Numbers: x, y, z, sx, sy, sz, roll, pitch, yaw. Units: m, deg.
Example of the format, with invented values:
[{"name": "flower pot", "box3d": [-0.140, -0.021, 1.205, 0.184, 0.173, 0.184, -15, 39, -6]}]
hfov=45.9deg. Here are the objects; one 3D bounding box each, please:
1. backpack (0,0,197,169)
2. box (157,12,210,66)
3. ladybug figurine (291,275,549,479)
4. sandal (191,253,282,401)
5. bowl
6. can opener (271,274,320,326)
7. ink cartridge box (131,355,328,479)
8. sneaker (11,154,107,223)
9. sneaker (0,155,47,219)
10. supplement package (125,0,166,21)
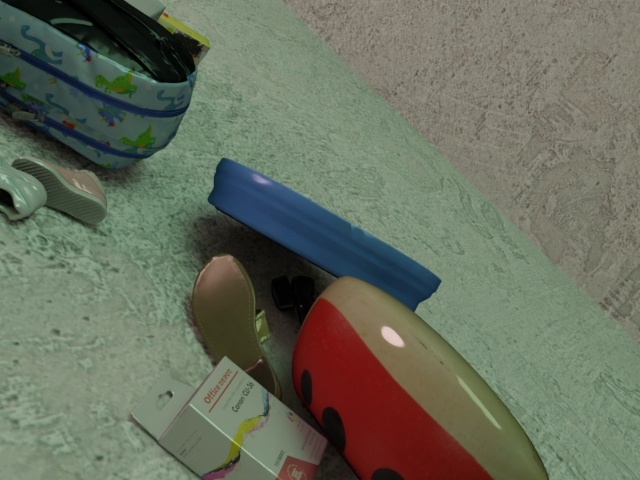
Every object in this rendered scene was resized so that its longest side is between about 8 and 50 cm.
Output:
[{"name": "backpack", "box3d": [-0.362, -0.274, 1.145, 0.356, 0.273, 0.290, 17, 20, 3]}, {"name": "box", "box3d": [-0.363, -0.462, 1.668, 0.232, 0.087, 0.058, 26, 25, -26]}, {"name": "ladybug figurine", "box3d": [0.091, 0.207, 0.889, 0.305, 0.162, 0.449, 59, -10, -24]}, {"name": "sandal", "box3d": [-0.103, 0.134, 0.995, 0.079, 0.088, 0.240, 62, 3, -55]}, {"name": "bowl", "box3d": [0.000, 0.000, 1.187, 0.391, 0.077, 0.391, 29, -1, 1]}, {"name": "can opener", "box3d": [-0.020, 0.124, 1.153, 0.059, 0.073, 0.186, 73, -6, -48]}, {"name": "ink cartridge box", "box3d": [-0.097, 0.209, 0.837, 0.198, 0.067, 0.115, 39, 22, -2]}, {"name": "sneaker", "box3d": [-0.347, -0.077, 1.016, 0.134, 0.051, 0.070, 33, 21, -24]}, {"name": "sneaker", "box3d": [-0.410, -0.082, 0.921, 0.152, 0.053, 0.061, 35, 25, -11]}, {"name": "supplement package", "box3d": [-0.425, -0.415, 1.396, 0.194, 0.149, 0.203, 34, 23, -12]}]
